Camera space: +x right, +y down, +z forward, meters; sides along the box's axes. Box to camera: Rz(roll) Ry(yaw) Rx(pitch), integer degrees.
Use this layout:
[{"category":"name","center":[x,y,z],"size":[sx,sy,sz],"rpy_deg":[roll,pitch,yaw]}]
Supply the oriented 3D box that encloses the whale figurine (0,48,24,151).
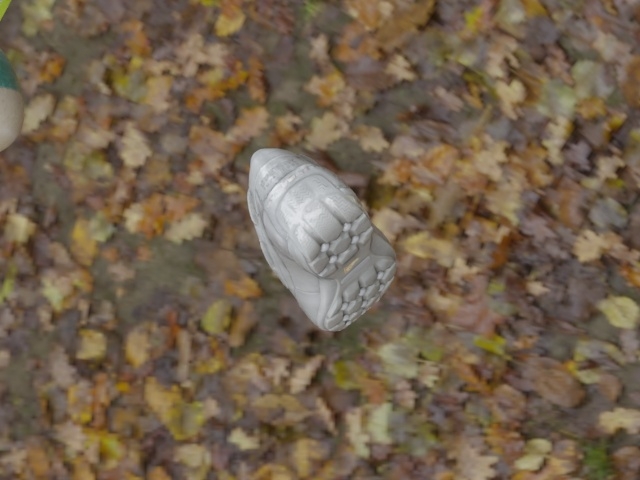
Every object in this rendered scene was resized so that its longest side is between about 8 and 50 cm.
[{"category":"whale figurine","center":[-0.423,-0.143,1.452],"size":[0.272,0.216,0.141],"rpy_deg":[-14,84,48]}]

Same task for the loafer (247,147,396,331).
[{"category":"loafer","center":[0.000,0.000,1.377],"size":[0.112,0.319,0.111],"rpy_deg":[-40,68,-9]}]

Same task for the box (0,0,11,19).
[{"category":"box","center":[-0.306,-0.279,1.273],"size":[0.109,0.042,0.178],"rpy_deg":[49,131,8]}]
